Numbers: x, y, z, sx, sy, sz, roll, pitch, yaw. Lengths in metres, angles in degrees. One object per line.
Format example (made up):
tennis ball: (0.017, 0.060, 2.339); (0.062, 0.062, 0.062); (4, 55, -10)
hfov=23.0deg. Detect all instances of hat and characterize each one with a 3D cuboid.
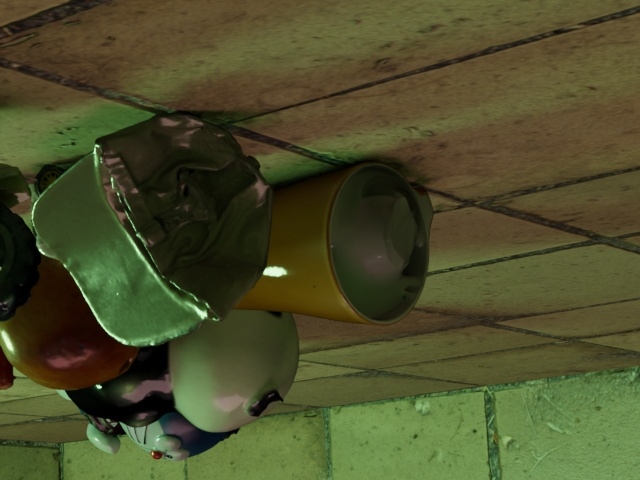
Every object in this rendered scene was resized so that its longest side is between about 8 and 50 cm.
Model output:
hat: (-0.165, -0.018, 1.599); (0.149, 0.214, 0.245); (-38, -169, -31)

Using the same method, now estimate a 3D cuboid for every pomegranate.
pomegranate: (-0.318, 0.092, 1.995); (0.209, 0.209, 0.209); (-3, 167, -1)

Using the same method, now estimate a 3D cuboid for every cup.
cup: (0.000, 0.000, 1.816); (0.264, 0.182, 0.226); (-4, -159, 40)

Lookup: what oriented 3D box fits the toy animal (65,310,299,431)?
toy animal: (-0.184, 0.148, 2.174); (0.310, 0.250, 0.251); (-5, 168, 23)

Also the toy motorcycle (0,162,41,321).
toy motorcycle: (-0.464, -0.005, 1.479); (0.410, 0.237, 0.168); (-5, 153, 3)

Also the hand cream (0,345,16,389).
hand cream: (-0.581, 0.173, 2.499); (0.193, 0.125, 0.193); (-2, 169, 0)

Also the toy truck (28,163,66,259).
toy truck: (-0.200, -0.028, 1.694); (0.227, 0.114, 0.098); (-7, 167, 19)

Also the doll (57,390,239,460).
doll: (-0.279, 0.262, 2.741); (0.310, 0.240, 0.284); (6, 148, 40)
